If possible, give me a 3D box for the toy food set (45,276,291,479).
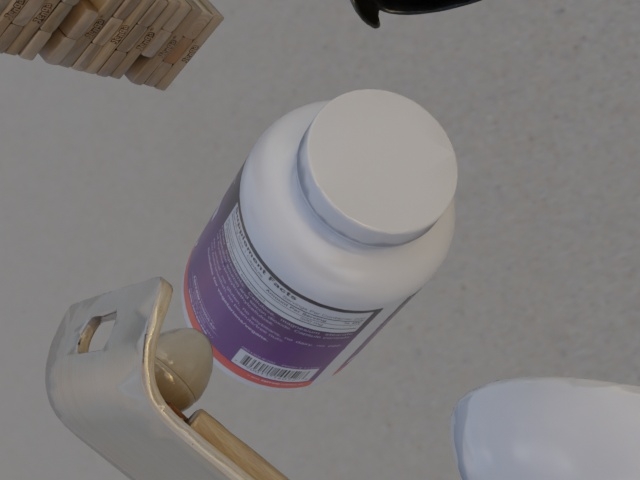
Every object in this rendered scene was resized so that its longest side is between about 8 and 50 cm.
[{"bbox_3d":[-0.016,0.138,0.946,0.306,0.092,0.220,40,160,-14],"label":"toy food set"}]

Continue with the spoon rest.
[{"bbox_3d":[0.181,0.112,0.667,0.276,0.084,0.137,10,144,31],"label":"spoon rest"}]

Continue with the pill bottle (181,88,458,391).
[{"bbox_3d":[0.000,0.000,1.360,0.181,0.181,0.323,63,153,14],"label":"pill bottle"}]

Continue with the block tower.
[{"bbox_3d":[-0.219,-0.201,1.285,0.097,0.335,0.091,-49,66,16],"label":"block tower"}]

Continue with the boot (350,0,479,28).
[{"bbox_3d":[0.094,-0.155,0.570,0.198,0.077,0.137,-22,49,22],"label":"boot"}]
